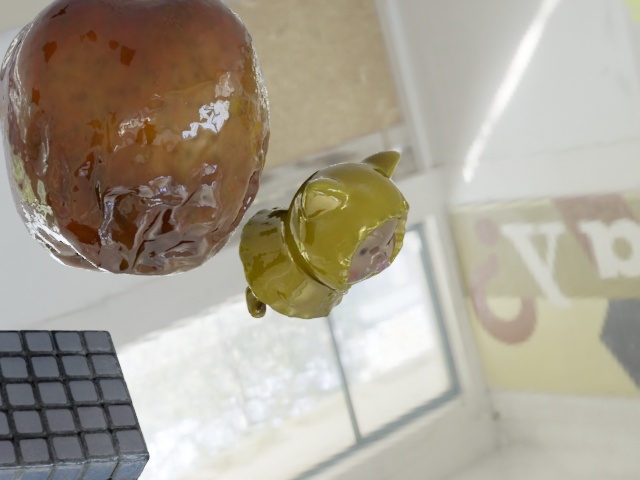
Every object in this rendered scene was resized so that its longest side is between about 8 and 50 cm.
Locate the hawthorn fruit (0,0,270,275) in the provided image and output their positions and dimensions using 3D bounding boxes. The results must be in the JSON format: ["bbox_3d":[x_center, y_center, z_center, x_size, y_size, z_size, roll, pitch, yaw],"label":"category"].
[{"bbox_3d":[-0.274,-0.160,1.988,0.471,0.472,0.472,-15,-171,2],"label":"hawthorn fruit"}]

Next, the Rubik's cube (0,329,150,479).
[{"bbox_3d":[-0.398,0.278,1.789,0.237,0.238,0.237,5,134,-32],"label":"Rubik's cube"}]

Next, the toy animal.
[{"bbox_3d":[-0.003,0.002,1.363,0.156,0.156,0.230,-25,164,-47],"label":"toy animal"}]
